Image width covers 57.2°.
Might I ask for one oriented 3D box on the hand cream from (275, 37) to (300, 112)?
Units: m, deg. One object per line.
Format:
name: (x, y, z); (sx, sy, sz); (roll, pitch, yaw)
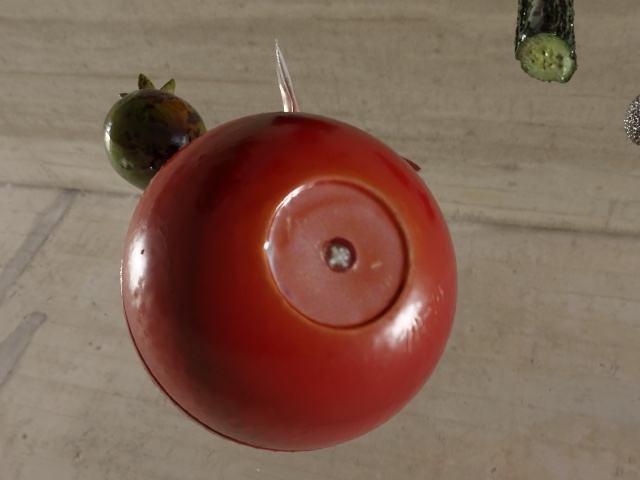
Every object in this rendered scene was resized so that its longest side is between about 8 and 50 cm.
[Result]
hand cream: (-0.056, -0.257, 1.077); (0.038, 0.216, 0.052); (-18, -174, -32)

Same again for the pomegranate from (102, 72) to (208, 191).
pomegranate: (-0.234, -0.167, 0.867); (0.156, 0.156, 0.220); (-5, -125, 8)

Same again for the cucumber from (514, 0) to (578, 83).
cucumber: (0.296, -0.317, 0.765); (0.077, 0.077, 0.265); (6, -120, 16)

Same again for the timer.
timer: (-0.029, 0.041, 0.668); (0.378, 0.279, 0.377); (6, -108, -20)

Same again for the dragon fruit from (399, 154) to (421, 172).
dragon fruit: (0.000, 0.000, 1.066); (0.302, 0.330, 0.240); (9, -137, -24)

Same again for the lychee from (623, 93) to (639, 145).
lychee: (0.452, -0.169, 0.801); (0.068, 0.067, 0.083); (35, -80, 38)
